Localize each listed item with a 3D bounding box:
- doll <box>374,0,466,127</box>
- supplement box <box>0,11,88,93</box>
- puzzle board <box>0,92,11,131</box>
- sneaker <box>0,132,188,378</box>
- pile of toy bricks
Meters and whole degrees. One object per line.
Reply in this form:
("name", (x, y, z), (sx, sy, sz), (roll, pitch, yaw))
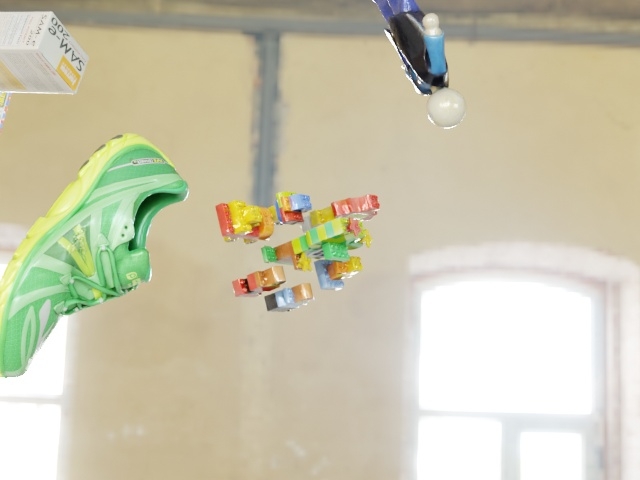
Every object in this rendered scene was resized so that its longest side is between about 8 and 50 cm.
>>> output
("doll", (0.085, -0.189, 1.402), (0.046, 0.189, 0.129), (-26, -13, -12))
("supplement box", (-0.236, -0.144, 1.146), (0.098, 0.036, 0.062), (4, -26, 24))
("puzzle board", (-0.388, -0.165, 1.569), (0.128, 0.096, 0.011), (16, 3, -13))
("sneaker", (-0.243, 0.023, 1.566), (0.123, 0.295, 0.109), (32, -14, 7))
("pile of toy bricks", (0.000, 0.000, 1.481), (0.105, 0.118, 0.212), (-23, -15, 32))
